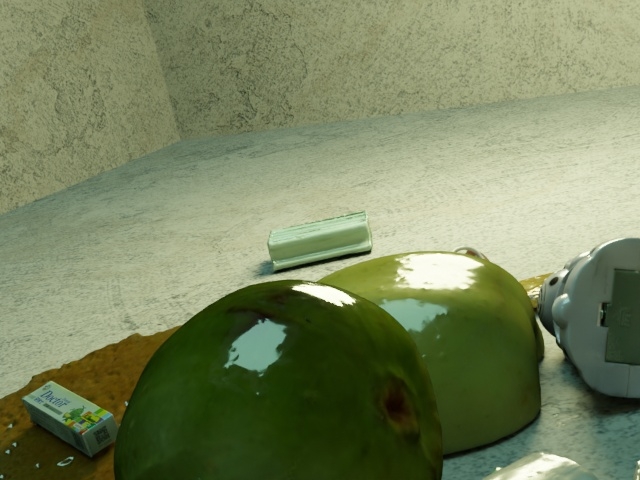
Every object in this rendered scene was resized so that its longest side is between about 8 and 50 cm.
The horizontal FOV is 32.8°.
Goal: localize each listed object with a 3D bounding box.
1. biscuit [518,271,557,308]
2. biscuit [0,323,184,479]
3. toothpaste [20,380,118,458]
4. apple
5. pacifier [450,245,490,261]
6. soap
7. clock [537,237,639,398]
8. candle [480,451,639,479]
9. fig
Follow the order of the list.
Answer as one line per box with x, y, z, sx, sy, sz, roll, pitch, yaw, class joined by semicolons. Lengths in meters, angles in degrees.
0.323;0.075;1.600;0.247;0.029;0.118;-13;8;1;biscuit
-0.255;0.245;1.282;0.368;0.076;0.394;-23;24;-8;biscuit
-0.291;0.207;1.259;0.046;0.034;0.164;-32;26;-31;toothpaste
0.096;0.160;1.368;0.360;0.311;0.320;-8;-29;14;apple
0.222;0.054;1.700;0.099;0.081;0.078;-22;-11;-32;pacifier
0.000;0.000;2.091;0.199;0.063;0.114;-12;13;6;soap
0.346;0.087;1.318;0.189;0.188;0.254;-14;-1;-1;clock
0.154;0.252;0.784;0.330;0.187;0.187;-20;16;-26;candle
-0.054;0.192;1.004;0.316;0.316;0.316;-12;15;3;fig
